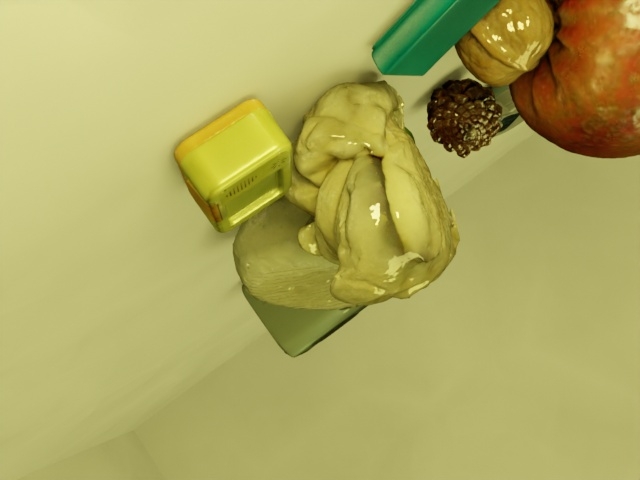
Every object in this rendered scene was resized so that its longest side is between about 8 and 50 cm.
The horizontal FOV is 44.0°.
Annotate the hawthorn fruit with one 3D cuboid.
[{"bbox_3d":[0.519,-0.324,1.308,0.403,0.403,0.403,-35,171,-6],"label":"hawthorn fruit"}]

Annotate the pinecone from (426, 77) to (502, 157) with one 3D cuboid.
[{"bbox_3d":[0.298,-0.266,1.650,0.173,0.173,0.173,-35,171,-6],"label":"pinecone"}]

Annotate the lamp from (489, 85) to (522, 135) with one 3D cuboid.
[{"bbox_3d":[0.442,-0.328,1.973,0.246,0.108,0.179,-29,164,-30],"label":"lamp"}]

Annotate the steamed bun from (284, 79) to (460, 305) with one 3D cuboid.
[{"bbox_3d":[0.062,-0.069,1.242,0.230,0.372,0.325,-23,158,17],"label":"steamed bun"}]

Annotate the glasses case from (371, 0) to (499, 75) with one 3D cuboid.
[{"bbox_3d":[0.198,-0.350,1.096,0.301,0.070,0.117,-40,164,35],"label":"glasses case"}]

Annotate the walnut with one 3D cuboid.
[{"bbox_3d":[0.275,-0.323,1.213,0.149,0.166,0.166,1,148,-41],"label":"walnut"}]

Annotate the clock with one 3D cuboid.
[{"bbox_3d":[-0.116,-0.099,1.101,0.143,0.096,0.202,-32,170,-10],"label":"clock"}]

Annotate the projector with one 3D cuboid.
[{"bbox_3d":[-0.030,0.146,2.195,0.249,0.248,0.248,-38,171,13],"label":"projector"}]

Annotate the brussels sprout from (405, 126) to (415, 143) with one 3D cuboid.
[{"bbox_3d":[0.104,-0.169,1.502,0.155,0.117,0.155,-8,163,-2],"label":"brussels sprout"}]

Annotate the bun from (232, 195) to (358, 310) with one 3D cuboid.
[{"bbox_3d":[0.000,0.000,1.557,0.359,0.211,0.360,-3,157,-1],"label":"bun"}]
